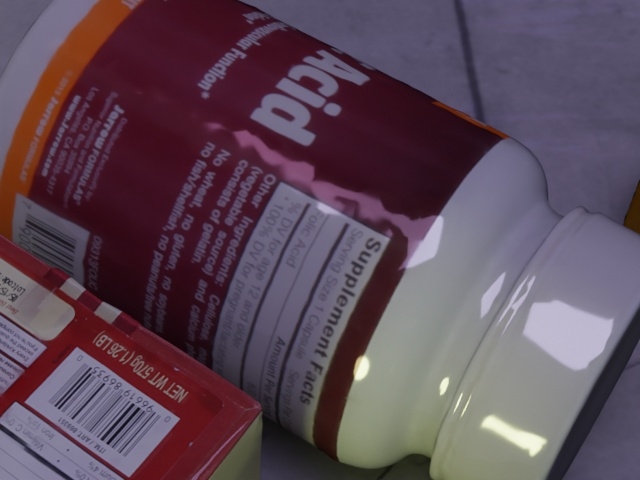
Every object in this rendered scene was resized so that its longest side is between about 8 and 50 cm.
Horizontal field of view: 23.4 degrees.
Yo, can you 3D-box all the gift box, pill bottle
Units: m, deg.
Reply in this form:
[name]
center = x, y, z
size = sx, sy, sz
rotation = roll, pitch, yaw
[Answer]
[gift box]
center = -0.160, 0.159, 0.824
size = 0.255, 0.258, 0.276
rotation = 36, 61, 18
[pill bottle]
center = 0.000, 0.000, 0.960
size = 0.392, 0.224, 0.224
rotation = 28, 60, 15

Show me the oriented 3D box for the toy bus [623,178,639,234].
[toy bus]
center = 0.387, -0.013, 1.059
size = 0.333, 0.108, 0.130
rotation = 20, 57, 10
